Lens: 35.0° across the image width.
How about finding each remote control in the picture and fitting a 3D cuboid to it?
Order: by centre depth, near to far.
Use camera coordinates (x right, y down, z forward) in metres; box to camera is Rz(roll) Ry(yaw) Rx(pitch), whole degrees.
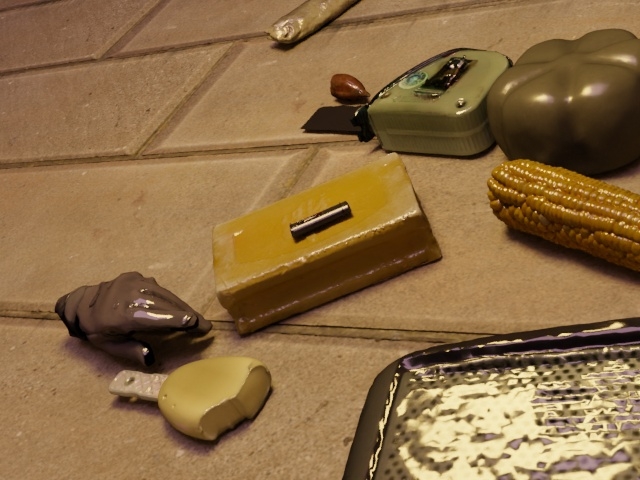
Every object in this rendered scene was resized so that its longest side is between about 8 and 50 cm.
[{"bbox_3d":[-0.002,-0.032,1.424,0.091,0.016,0.034,-24,29,1],"label":"remote control"}]

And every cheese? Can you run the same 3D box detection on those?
[{"bbox_3d":[-0.189,0.203,1.354,0.255,0.050,0.127,-1,42,36],"label":"cheese"}]

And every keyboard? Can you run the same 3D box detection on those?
[{"bbox_3d":[0.057,-0.213,1.801,0.196,0.015,0.074,7,49,40],"label":"keyboard"}]

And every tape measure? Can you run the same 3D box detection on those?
[{"bbox_3d":[0.197,-0.236,1.647,0.235,0.115,0.207,9,49,42],"label":"tape measure"}]

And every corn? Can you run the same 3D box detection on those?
[{"bbox_3d":[0.336,-0.035,1.283,0.102,0.102,0.313,-40,35,-21],"label":"corn"}]

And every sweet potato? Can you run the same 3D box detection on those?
[{"bbox_3d":[0.057,-0.276,1.855,0.049,0.049,0.117,-37,34,-17],"label":"sweet potato"}]

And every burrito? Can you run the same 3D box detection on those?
[{"bbox_3d":[0.001,-0.505,2.205,0.275,0.059,0.082,-38,42,-18],"label":"burrito"}]

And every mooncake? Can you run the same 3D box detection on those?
[{"bbox_3d":[0.374,-0.208,1.475,0.275,0.135,0.275,-17,30,10],"label":"mooncake"}]

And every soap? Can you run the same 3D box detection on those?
[{"bbox_3d":[0.000,0.000,1.474,0.315,0.091,0.199,-22,34,7],"label":"soap"}]

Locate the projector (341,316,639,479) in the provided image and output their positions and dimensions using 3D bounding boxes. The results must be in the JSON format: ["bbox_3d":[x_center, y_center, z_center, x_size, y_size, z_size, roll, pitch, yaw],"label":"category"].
[{"bbox_3d":[0.253,0.252,0.669,0.405,0.395,0.242,-9,38,25],"label":"projector"}]

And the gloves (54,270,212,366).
[{"bbox_3d":[-0.287,0.117,1.494,0.286,0.119,0.142,0,63,32],"label":"gloves"}]
